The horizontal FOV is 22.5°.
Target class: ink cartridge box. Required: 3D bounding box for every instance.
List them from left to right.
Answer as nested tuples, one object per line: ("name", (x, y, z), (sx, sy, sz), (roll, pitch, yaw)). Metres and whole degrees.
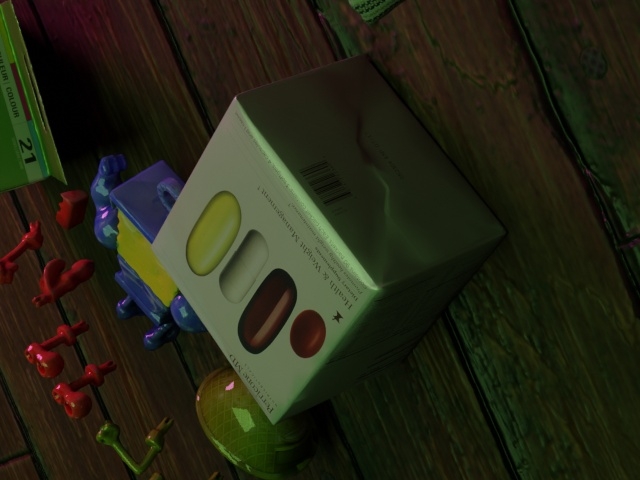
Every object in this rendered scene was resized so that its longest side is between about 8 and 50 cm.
("ink cartridge box", (-0.336, -0.138, 1.595), (0.255, 0.097, 0.188), (-161, 55, -72))

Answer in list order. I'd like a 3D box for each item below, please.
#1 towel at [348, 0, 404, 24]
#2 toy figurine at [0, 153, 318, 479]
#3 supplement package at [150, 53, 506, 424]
("towel", (0.067, -0.349, 0.980), (0.312, 0.056, 0.324), (-32, 88, 19))
("toy figurine", (-0.145, 0.046, 1.438), (0.362, 0.191, 0.217), (47, 143, 22))
("supplement package", (0.000, 0.000, 1.292), (0.194, 0.149, 0.203), (53, 139, 18))
